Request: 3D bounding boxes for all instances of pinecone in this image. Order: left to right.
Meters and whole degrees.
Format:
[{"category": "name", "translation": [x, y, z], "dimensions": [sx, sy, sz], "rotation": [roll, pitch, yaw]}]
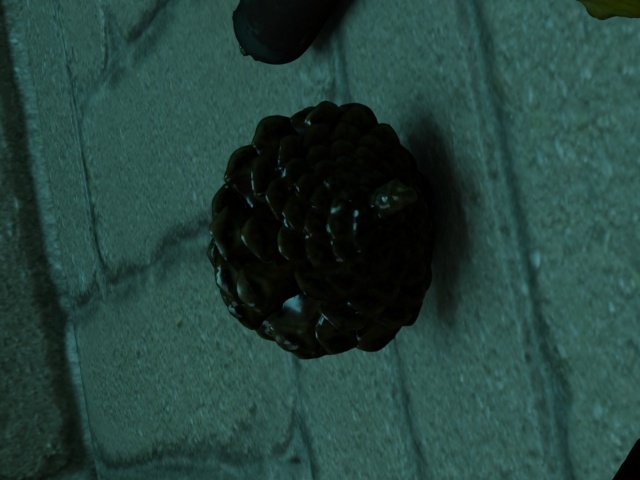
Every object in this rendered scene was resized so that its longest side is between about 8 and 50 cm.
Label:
[{"category": "pinecone", "translation": [0.002, 0.001, 1.289], "dimensions": [0.212, 0.169, 0.185], "rotation": [104, -177, -68]}]

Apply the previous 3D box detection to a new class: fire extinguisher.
[{"category": "fire extinguisher", "translation": [-0.023, -0.212, 1.415], "dimensions": [0.089, 0.072, 0.267], "rotation": [70, 157, 13]}]

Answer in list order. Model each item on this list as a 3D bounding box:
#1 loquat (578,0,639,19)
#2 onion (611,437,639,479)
[{"category": "loquat", "translation": [0.147, -0.219, 0.829], "dimensions": [0.187, 0.176, 0.234], "rotation": [31, 131, 44]}, {"category": "onion", "translation": [0.216, 0.195, 0.757], "dimensions": [0.272, 0.195, 0.272], "rotation": [46, -143, -50]}]
